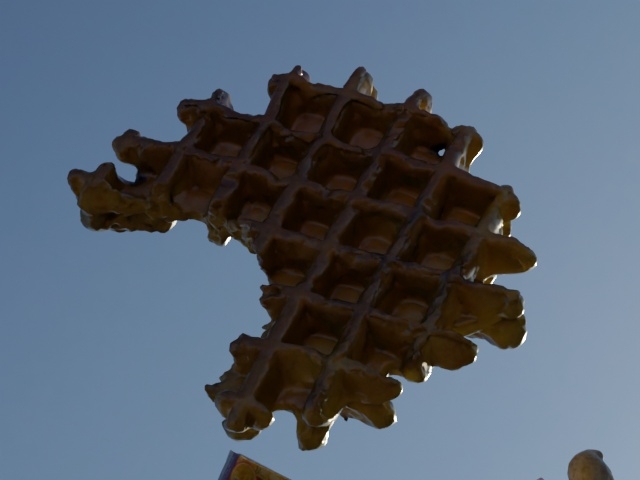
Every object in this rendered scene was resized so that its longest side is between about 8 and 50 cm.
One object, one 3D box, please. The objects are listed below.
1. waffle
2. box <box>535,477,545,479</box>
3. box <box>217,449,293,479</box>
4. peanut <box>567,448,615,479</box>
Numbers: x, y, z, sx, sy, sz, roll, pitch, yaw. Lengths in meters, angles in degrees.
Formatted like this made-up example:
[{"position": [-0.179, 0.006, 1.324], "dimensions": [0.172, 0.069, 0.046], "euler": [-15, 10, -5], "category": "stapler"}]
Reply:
[{"position": [0.000, 0.000, 1.194], "dimensions": [0.260, 0.293, 0.069], "euler": [-23, -38, -14], "category": "waffle"}, {"position": [0.099, 0.198, 1.096], "dimensions": [0.089, 0.043, 0.125], "euler": [-56, -20, 23], "category": "box"}, {"position": [0.012, 0.231, 1.446], "dimensions": [0.207, 0.041, 0.050], "euler": [27, -96, -7], "category": "box"}, {"position": [0.182, 0.177, 1.246], "dimensions": [0.037, 0.083, 0.037], "euler": [7, -40, 6], "category": "peanut"}]
